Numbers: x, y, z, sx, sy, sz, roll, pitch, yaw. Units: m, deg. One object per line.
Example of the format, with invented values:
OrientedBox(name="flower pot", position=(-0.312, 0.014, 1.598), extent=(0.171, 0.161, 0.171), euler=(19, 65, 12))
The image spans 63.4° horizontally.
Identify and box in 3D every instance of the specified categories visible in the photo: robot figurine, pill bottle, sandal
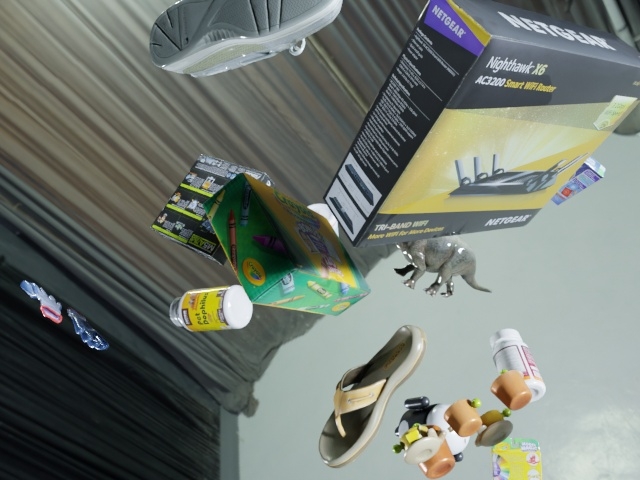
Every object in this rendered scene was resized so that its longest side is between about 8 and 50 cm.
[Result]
OrientedBox(name="robot figurine", position=(0.386, 0.657, 1.796), extent=(0.278, 0.209, 0.173), euler=(-36, 33, 51))
OrientedBox(name="pill bottle", position=(-0.303, 0.188, 1.418), extent=(0.215, 0.117, 0.117), euler=(-9, 40, 27))
OrientedBox(name="sandal", position=(0.049, 0.164, 0.575), extent=(0.180, 0.049, 0.072), euler=(-54, 24, -2))
OrientedBox(name="pill bottle", position=(0.000, 0.000, 1.209), extent=(0.087, 0.160, 0.087), euler=(-3, 43, 3))
OrientedBox(name="pill bottle", position=(0.630, 0.403, 1.678), extent=(0.121, 0.121, 0.221), euler=(-32, 35, 22))

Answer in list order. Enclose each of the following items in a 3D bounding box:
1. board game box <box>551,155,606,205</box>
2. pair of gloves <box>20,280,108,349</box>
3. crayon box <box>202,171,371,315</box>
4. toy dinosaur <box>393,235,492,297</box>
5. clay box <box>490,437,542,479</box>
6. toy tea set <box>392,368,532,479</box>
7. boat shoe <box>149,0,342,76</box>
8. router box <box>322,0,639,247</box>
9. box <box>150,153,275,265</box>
OrientedBox(name="board game box", position=(0.536, -0.185, 1.215), extent=(0.035, 0.201, 0.136), euler=(-53, 4, -35))
OrientedBox(name="pair of gloves", position=(-0.508, 0.154, 1.034), extent=(0.023, 0.198, 0.159), euler=(-48, 38, -14))
OrientedBox(name="crayon box", position=(-0.039, 0.019, 0.790), extent=(0.081, 0.278, 0.165), euler=(-37, 66, 14))
OrientedBox(name="toy dinosaur", position=(0.266, 0.040, 1.160), extent=(0.121, 0.314, 0.160), euler=(-64, -1, -77))
OrientedBox(name="clay box", position=(0.532, 0.652, 1.409), extent=(0.128, 0.053, 0.221), euler=(-1, 75, 13))
OrientedBox(name="toy tea set", position=(0.314, 0.397, 1.169), extent=(0.336, 0.199, 0.124), euler=(-28, 40, -3))
OrientedBox(name="boat shoe", position=(-0.103, -0.307, 0.740), extent=(0.321, 0.103, 0.118), euler=(-10, 81, 30))
OrientedBox(name="router box", position=(0.186, -0.113, 0.561), extent=(0.081, 0.309, 0.242), euler=(59, 139, 30))
OrientedBox(name="box", position=(-0.206, -0.065, 0.983), extent=(0.191, 0.045, 0.184), euler=(20, 75, 35))
